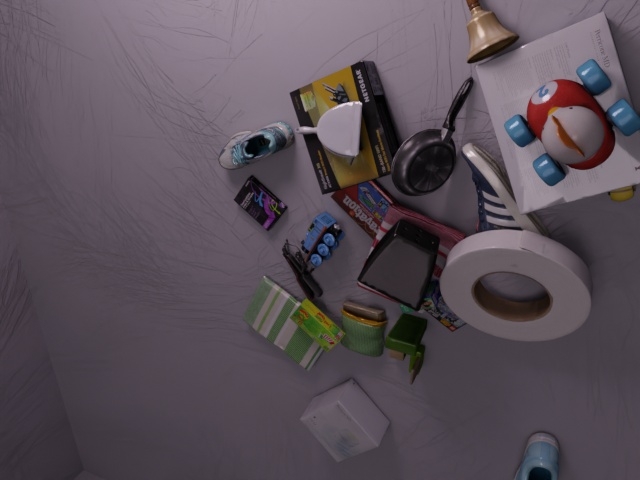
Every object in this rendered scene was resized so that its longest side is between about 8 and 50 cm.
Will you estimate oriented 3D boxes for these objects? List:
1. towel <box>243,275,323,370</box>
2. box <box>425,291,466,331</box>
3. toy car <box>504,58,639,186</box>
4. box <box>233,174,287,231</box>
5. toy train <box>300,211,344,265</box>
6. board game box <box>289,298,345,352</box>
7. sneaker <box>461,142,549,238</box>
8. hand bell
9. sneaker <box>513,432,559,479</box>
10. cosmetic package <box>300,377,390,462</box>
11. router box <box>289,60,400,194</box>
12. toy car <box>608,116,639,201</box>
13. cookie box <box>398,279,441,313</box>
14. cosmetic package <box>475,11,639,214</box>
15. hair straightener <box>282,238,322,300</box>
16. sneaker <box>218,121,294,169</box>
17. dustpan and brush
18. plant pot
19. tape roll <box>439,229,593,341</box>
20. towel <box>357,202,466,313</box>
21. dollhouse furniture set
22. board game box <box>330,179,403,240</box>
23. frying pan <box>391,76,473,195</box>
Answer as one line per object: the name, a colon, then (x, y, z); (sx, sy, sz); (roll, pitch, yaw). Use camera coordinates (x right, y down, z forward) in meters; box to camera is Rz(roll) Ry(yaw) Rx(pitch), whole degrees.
towel: (-0.118, 0.306, 1.985); (0.325, 0.038, 0.247); (35, 124, 9)
box: (0.391, 0.214, 1.651); (0.137, 0.027, 0.094); (38, 127, -16)
toy car: (0.499, -0.233, 1.098); (0.219, 0.238, 0.210); (-38, 82, 31)
box: (-0.202, -0.123, 1.809); (0.162, 0.029, 0.116); (43, 126, 3)
toy train: (0.000, 0.000, 1.742); (0.105, 0.080, 0.184); (42, 129, 13)
board game box: (-0.012, 0.293, 1.867); (0.181, 0.043, 0.092); (42, 132, 5)
sneaker: (0.448, -0.087, 1.426); (0.148, 0.131, 0.350); (-34, 97, 31)
hand bell: (0.357, -0.555, 1.270); (0.126, 0.126, 0.241); (-23, 89, 34)
sneaker: (0.688, 0.801, 1.748); (0.135, 0.150, 0.365); (6, 117, 26)
cosmetic package: (0.090, 0.666, 1.999); (0.224, 0.138, 0.225); (49, 125, -3)
router box: (0.074, -0.307, 1.508); (0.243, 0.081, 0.308); (-15, 97, 32)
toy car: (0.707, -0.224, 1.269); (0.239, 0.053, 0.225); (43, 126, 1)
cookie box: (0.295, 0.167, 1.607); (0.107, 0.092, 0.040); (-18, 110, 31)
cosmetic package: (0.557, -0.278, 1.248); (0.285, 0.097, 0.376); (-16, 94, 35)
hair straightener: (-0.054, 0.093, 1.842); (0.089, 0.047, 0.230); (-23, 98, 34)
sneaker: (-0.225, -0.288, 1.678); (0.283, 0.122, 0.110); (-18, 105, 33)
dustpan and brush: (0.016, -0.300, 1.468); (0.211, 0.060, 0.147); (6, 95, 22)
plant pot: (0.237, 0.053, 1.512); (0.188, 0.188, 0.166); (27, 115, 5)
tape roll: (0.520, 0.129, 1.463); (0.393, 0.072, 0.391); (17, 140, 15)
towel: (0.263, 0.064, 1.633); (0.237, 0.037, 0.328); (24, 127, 7)
dollhouse furniture set: (0.179, 0.338, 1.772); (0.302, 0.151, 0.197); (13, 120, 21)
board game box: (0.174, -0.080, 1.638); (0.281, 0.027, 0.145); (45, 128, 0)
frying pan: (0.327, -0.244, 1.429); (0.326, 0.053, 0.197); (-43, 130, 7)
